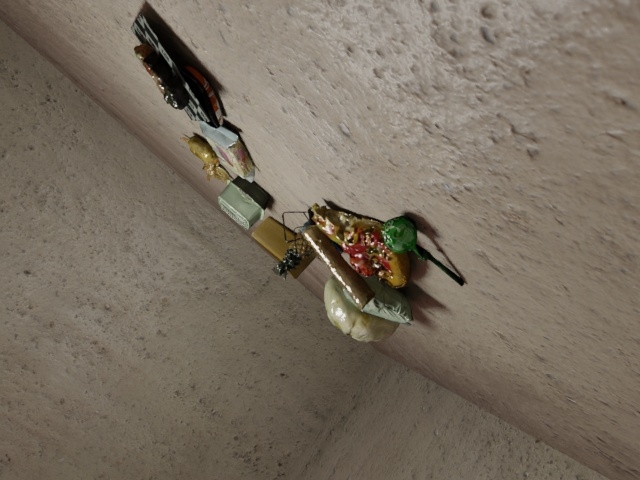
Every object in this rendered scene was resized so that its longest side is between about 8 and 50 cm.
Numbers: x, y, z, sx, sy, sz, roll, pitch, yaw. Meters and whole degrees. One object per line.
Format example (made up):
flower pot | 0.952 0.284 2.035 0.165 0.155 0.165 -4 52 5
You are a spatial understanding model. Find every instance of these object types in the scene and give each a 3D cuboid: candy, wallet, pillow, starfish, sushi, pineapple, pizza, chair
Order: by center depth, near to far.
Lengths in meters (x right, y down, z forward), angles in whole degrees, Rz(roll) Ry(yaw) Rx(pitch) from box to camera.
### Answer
candy | 0.292 0.045 1.236 0.323 0.097 0.097 35 171 -24
sushi | -0.490 -0.493 1.391 0.320 0.068 0.339 31 155 58
pizza | 0.122 0.021 1.521 0.406 0.130 0.440 33 167 20
pillow | 0.234 0.222 1.763 0.283 0.138 0.310 28 -175 11
chair | -0.019 -0.047 1.766 0.140 0.221 0.145 57 -159 -57
wallet | 0.000 0.001 1.971 0.202 0.059 0.141 41 170 -10
pineapple | -0.127 0.072 2.162 0.128 0.248 0.128 37 165 12
starfish | -0.545 -0.356 2.254 0.301 0.084 0.293 29 163 27

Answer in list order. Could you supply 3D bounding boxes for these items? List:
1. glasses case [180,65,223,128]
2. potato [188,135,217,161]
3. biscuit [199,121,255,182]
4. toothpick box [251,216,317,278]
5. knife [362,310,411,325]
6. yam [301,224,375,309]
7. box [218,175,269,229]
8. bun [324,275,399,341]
glasses case | -0.372 -0.446 1.431 0.103 0.067 0.267 43 169 10
potato | -0.534 -0.409 2.033 0.170 0.080 0.107 32 179 27
biscuit | -0.347 -0.346 1.703 0.186 0.079 0.309 34 168 16
toothpick box | -0.200 0.025 2.393 0.308 0.187 0.190 36 169 33
knife | 0.261 0.306 1.811 0.210 0.015 0.028 17 179 1
yam | 0.062 0.085 1.614 0.357 0.081 0.081 52 171 12
box | -0.358 -0.179 2.127 0.220 0.166 0.290 40 168 -3
bun | 0.161 0.306 1.994 0.365 0.219 0.365 26 -159 -11
